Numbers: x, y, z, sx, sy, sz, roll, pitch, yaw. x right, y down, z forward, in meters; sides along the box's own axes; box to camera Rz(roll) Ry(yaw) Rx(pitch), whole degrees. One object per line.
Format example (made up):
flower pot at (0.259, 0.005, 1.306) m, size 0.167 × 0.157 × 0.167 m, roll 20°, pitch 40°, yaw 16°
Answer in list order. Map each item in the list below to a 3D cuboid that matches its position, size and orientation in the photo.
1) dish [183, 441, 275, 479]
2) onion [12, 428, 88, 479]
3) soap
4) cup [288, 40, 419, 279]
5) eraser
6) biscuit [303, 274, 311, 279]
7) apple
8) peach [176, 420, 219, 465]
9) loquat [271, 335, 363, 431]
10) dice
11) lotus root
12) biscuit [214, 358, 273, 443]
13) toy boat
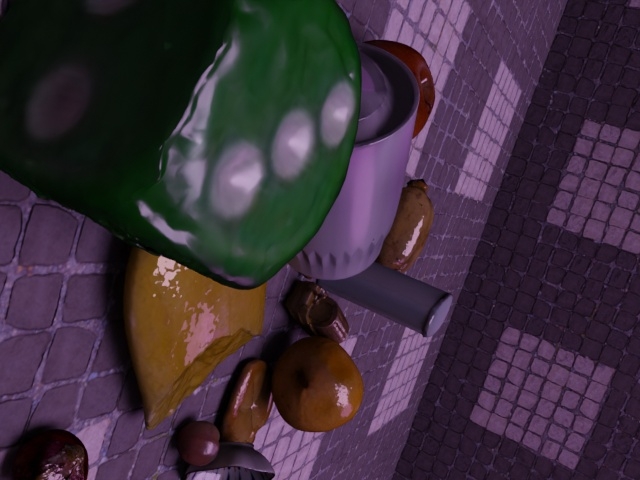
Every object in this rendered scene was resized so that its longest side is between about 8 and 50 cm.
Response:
dish at (-0.182, 0.444, 1.229) m, size 0.191 × 0.190 × 0.066 m, roll 70°, pitch 14°, yaw -56°
onion at (-0.359, 0.306, 0.815) m, size 0.107 × 0.097 × 0.107 m, roll -9°, pitch 90°, yaw -72°
soap at (-0.181, 0.092, 0.968) m, size 0.306 × 0.115 × 0.428 m, roll -37°, pitch 142°, yaw -43°
cup at (0.020, -0.121, 1.010) m, size 0.253 × 0.253 × 0.372 m, roll -52°, pitch 157°, yaw -31°
eraser at (0.159, 0.122, 1.472) m, size 0.189 × 0.289 × 0.104 m, roll -19°, pitch 128°, yaw -60°
biscuit at (0.000, 0.000, 1.365) m, size 0.175 × 0.026 × 0.124 m, roll -60°, pitch 153°, yaw -17°
apple at (0.127, -0.278, 1.172) m, size 0.235 × 0.173 × 0.211 m, roll -78°, pitch 153°, yaw -48°
peach at (-0.228, 0.378, 1.145) m, size 0.083 × 0.083 × 0.083 m, roll -45°, pitch 147°, yaw -41°
loquat at (-0.007, 0.317, 1.346) m, size 0.208 × 0.208 × 0.208 m, roll -45°, pitch 147°, yaw -41°
dice at (-0.144, -0.136, 0.652) m, size 0.300 × 0.286 × 0.297 m, roll -66°, pitch 156°, yaw -5°
lotus root at (0.219, -0.034, 1.645) m, size 0.160 × 0.146 × 0.284 m, roll 72°, pitch 40°, yaw -80°
biscuit at (-0.154, 0.361, 1.328) m, size 0.203 × 0.041 × 0.260 m, roll -40°, pitch 145°, yaw -46°
toy boat at (0.005, 0.181, 1.416) m, size 0.089 × 0.115 × 0.310 m, roll -62°, pitch 154°, yaw -20°
